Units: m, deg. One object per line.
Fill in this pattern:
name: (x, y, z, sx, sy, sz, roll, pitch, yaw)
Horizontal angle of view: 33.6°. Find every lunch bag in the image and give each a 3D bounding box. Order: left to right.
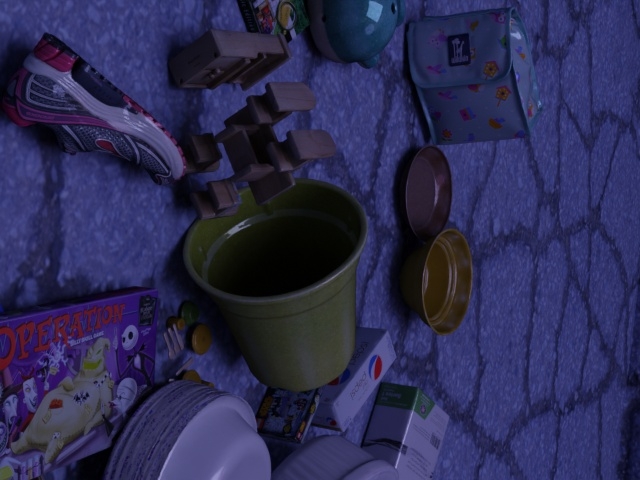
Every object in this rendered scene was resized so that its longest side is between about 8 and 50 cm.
lunch bag: (0.305, -0.333, 2.107, 0.160, 0.223, 0.262, -59, 138, -45)

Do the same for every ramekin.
ramekin: (-0.004, 0.442, 1.746, 0.273, 0.127, 0.273, -38, 150, -28)

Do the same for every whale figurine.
whale figurine: (0.093, -0.411, 1.862, 0.272, 0.141, 0.216, -28, 115, -52)

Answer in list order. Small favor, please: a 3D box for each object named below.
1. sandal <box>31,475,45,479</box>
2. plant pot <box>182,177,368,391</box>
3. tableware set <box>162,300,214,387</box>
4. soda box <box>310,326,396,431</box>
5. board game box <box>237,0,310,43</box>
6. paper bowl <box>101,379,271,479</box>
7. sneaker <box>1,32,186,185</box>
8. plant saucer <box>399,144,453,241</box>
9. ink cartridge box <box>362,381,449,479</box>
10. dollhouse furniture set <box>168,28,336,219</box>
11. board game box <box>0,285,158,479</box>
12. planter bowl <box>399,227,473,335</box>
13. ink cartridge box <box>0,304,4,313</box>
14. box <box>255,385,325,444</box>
sandal: (-0.372, 0.375, 1.339, 0.049, 0.072, 0.180, 33, 60, -75)
plant pot: (-0.048, 0.087, 1.632, 0.276, 0.276, 0.254, -53, 144, -39)
tableware set: (-0.198, 0.175, 1.604, 0.104, 0.024, 0.154, -46, 128, -47)
soda box: (0.054, 0.250, 1.931, 0.216, 0.074, 0.069, -48, 130, -43)
board game box: (-0.096, -0.433, 1.685, 0.136, 0.030, 0.259, -52, 134, -42)
paper bowl: (-0.175, 0.350, 1.497, 0.284, 0.148, 0.284, -38, 134, -52)
sneaker: (-0.289, -0.150, 1.375, 0.112, 0.121, 0.299, -50, 141, 0)
plant saucer: (0.210, -0.096, 2.158, 0.198, 0.036, 0.198, -8, 100, -54)
ink cartridge box: (0.159, 0.413, 2.083, 0.160, 0.093, 0.219, 46, 57, -47)
dollhouse furniture set: (-0.095, -0.177, 1.557, 0.161, 0.212, 0.242, -10, 74, -53)
board game box: (-0.325, 0.180, 1.344, 0.347, 0.056, 0.208, -11, 102, -63)
planter bowl: (0.221, 0.080, 2.144, 0.217, 0.090, 0.217, -10, 102, -55)
ink cartridge box: (-0.452, 0.124, 1.203, 0.207, 0.046, 0.097, -48, 132, -42)
box: (-0.049, 0.267, 1.764, 0.027, 0.094, 0.137, 53, 51, -44)
